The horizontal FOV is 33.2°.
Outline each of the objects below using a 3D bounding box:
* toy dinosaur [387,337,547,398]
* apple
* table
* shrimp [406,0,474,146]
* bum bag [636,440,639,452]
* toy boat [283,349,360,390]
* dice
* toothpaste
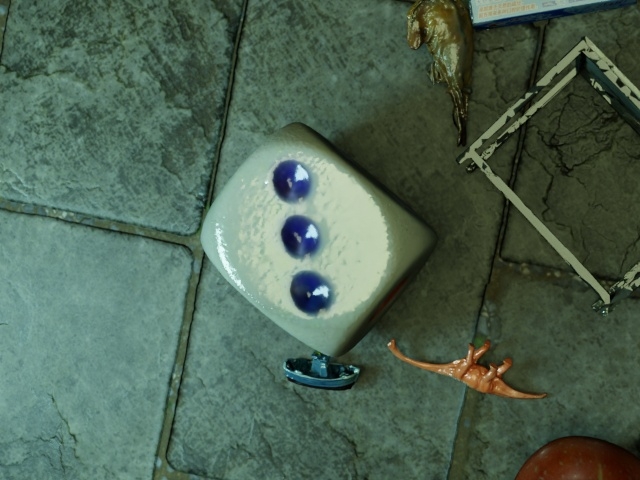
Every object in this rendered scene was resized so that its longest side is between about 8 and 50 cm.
[{"bbox_3d":[0.253,0.215,1.836,0.280,0.055,0.101,28,119,8],"label":"toy dinosaur"},{"bbox_3d":[0.428,0.444,1.719,0.260,0.216,0.260,0,89,12],"label":"apple"},{"bbox_3d":[0.431,-0.095,1.711,0.272,0.222,0.335,-43,81,8],"label":"table"},{"bbox_3d":[0.203,-0.291,1.837,0.117,0.066,0.262,-1,95,-3],"label":"shrimp"},{"bbox_3d":[0.680,0.335,1.737,0.326,0.080,0.142,1,98,9],"label":"bum bag"},{"bbox_3d":[0.002,0.226,1.889,0.137,0.060,0.060,11,114,16],"label":"toy boat"},{"bbox_3d":[0.000,0.000,1.763,0.304,0.304,0.277,40,99,10],"label":"dice"},{"bbox_3d":[0.388,-0.400,1.795,0.272,0.066,0.053,-7,90,13],"label":"toothpaste"}]
